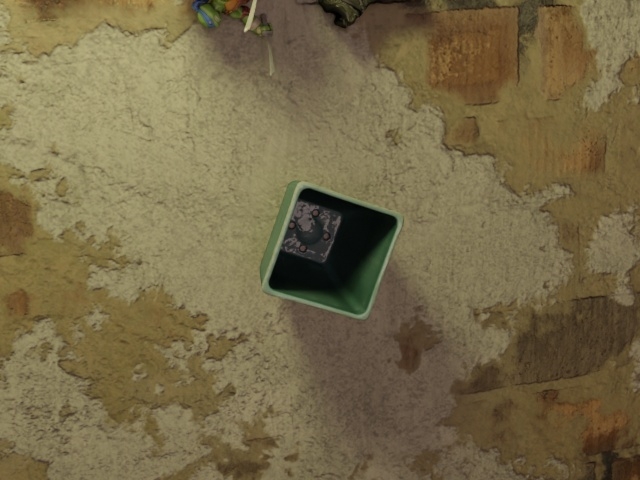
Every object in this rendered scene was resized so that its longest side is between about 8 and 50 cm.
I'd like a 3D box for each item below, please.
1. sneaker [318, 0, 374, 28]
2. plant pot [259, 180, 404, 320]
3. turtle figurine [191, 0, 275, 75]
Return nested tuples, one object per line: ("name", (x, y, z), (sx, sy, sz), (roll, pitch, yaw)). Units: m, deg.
("sneaker", (0.102, -0.540, 1.637), (0.227, 0.087, 0.130), (-2, 104, -10))
("plant pot", (0.000, 0.000, 1.639), (0.248, 0.252, 0.247), (17, 98, -17))
("turtle figurine", (-0.110, -0.514, 1.536), (0.266, 0.275, 0.198), (-52, 142, -3))
